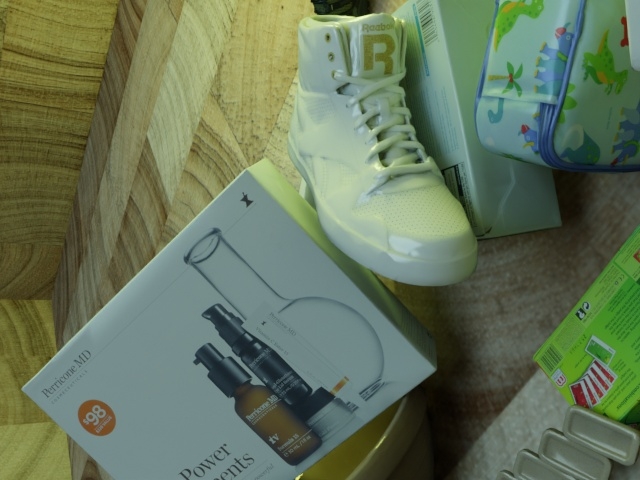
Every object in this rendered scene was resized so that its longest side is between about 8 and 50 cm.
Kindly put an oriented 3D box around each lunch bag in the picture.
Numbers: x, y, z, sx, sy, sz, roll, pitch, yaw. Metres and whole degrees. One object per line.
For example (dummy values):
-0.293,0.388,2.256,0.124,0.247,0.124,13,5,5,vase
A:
0.217,-0.162,0.492,0.090,0.176,0.219,25,110,51,lunch bag

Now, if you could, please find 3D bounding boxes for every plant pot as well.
0.047,0.266,0.726,0.110,0.237,0.237,48,141,-4,plant pot

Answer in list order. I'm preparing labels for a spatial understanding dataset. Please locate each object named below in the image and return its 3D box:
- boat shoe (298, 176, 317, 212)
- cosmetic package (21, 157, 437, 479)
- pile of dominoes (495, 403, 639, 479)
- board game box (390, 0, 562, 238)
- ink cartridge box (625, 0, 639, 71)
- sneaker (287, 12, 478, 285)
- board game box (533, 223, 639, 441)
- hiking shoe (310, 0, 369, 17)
0.000,0.000,0.905,0.088,0.096,0.267,10,106,58,boat shoe
-0.104,0.139,0.728,0.377,0.284,0.097,-42,3,16,cosmetic package
0.230,0.264,0.537,0.196,0.040,0.251,48,124,29,pile of dominoes
0.094,-0.099,0.684,0.303,0.097,0.224,-14,85,65,board game box
0.333,-0.171,0.175,0.385,0.279,0.160,13,121,57,ink cartridge box
0.043,-0.101,0.552,0.292,0.108,0.169,-127,33,-47,sneaker
0.260,0.067,0.517,0.092,0.043,0.181,59,134,42,board game box
0.012,-0.342,0.901,0.086,0.114,0.227,44,123,52,hiking shoe
